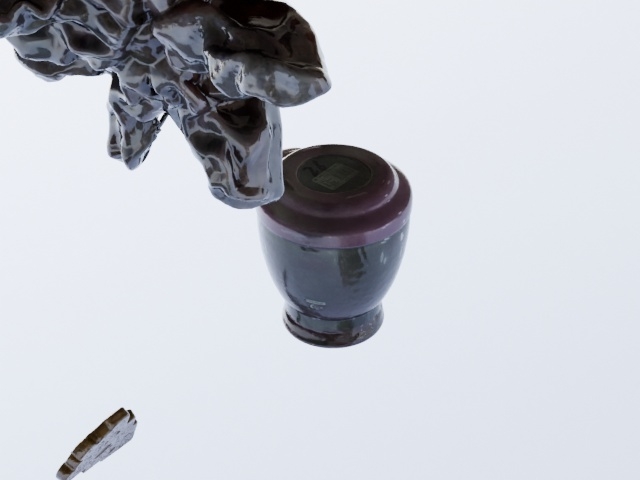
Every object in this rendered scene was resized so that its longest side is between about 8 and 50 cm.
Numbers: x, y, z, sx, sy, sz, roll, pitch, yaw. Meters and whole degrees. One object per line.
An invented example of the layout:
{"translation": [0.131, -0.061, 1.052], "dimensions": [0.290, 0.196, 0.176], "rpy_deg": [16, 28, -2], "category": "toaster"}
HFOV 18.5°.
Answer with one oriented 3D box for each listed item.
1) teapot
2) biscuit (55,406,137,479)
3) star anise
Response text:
{"translation": [-0.004, 0.005, 1.475], "dimensions": [0.148, 0.146, 0.116], "rpy_deg": [20, -141, 26], "category": "teapot"}
{"translation": [-0.172, 0.159, 1.569], "dimensions": [0.016, 0.082, 0.092], "rpy_deg": [45, -163, 10], "category": "biscuit"}
{"translation": [-0.091, -0.121, 1.054], "dimensions": [0.212, 0.283, 0.129], "rpy_deg": [28, -121, -1], "category": "star anise"}
